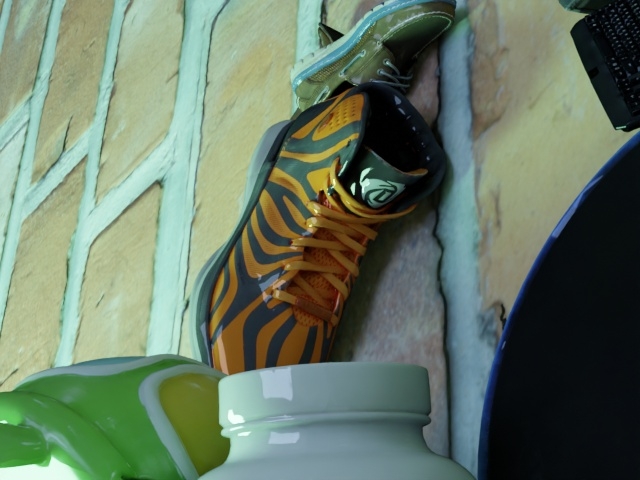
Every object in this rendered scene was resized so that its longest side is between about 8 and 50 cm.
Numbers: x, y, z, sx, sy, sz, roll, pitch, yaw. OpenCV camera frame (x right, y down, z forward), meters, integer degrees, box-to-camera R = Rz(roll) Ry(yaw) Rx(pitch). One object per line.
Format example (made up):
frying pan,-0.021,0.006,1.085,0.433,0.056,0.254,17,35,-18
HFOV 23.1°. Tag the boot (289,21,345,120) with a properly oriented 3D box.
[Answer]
boot,-0.007,-0.144,1.500,0.114,0.037,0.106,-59,26,19

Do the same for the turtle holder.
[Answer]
turtle holder,-0.132,0.175,1.124,0.243,0.227,0.320,46,136,19

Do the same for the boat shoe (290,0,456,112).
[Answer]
boat shoe,0.052,-0.155,1.384,0.183,0.066,0.066,-31,61,39

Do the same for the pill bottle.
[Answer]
pill bottle,0.010,0.236,0.887,0.181,0.181,0.323,-19,71,53

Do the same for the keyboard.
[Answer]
keyboard,0.220,-0.138,1.038,0.100,0.038,0.192,-22,26,9

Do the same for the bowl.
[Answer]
bowl,0.230,0.073,0.853,0.391,0.077,0.391,-40,35,37

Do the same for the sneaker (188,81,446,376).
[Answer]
sneaker,0.000,0.000,1.263,0.180,0.124,0.321,-30,42,49

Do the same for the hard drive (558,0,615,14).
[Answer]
hard drive,0.228,-0.291,1.196,0.172,0.054,0.255,-46,32,31
